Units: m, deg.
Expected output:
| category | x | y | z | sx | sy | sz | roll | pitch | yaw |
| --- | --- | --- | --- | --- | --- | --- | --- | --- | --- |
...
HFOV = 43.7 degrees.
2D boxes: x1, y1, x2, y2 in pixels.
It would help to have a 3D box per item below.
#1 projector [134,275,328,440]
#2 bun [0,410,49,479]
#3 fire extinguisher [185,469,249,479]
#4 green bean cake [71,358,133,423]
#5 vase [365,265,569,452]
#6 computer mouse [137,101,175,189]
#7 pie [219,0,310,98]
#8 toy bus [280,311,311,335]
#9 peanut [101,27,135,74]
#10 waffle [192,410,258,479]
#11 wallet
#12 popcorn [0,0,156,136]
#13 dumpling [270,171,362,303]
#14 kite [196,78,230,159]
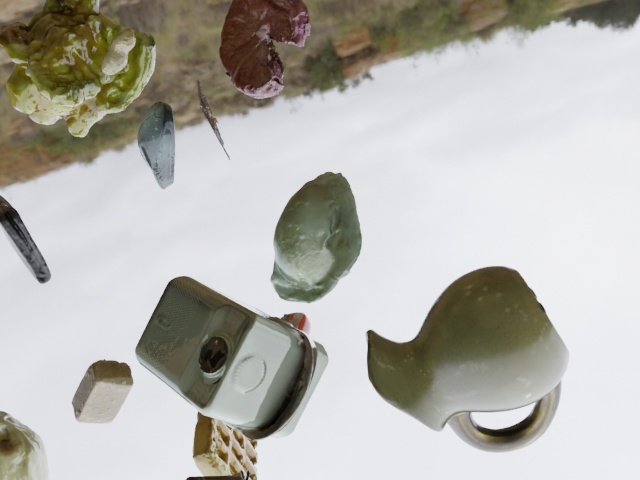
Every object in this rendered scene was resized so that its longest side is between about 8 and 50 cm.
| category | x | y | z | sx | sy | sz | roll | pitch | yaw |
| --- | --- | --- | --- | --- | --- | --- | --- | --- | --- |
| projector | -0.121 | 0.168 | 1.143 | 0.242 | 0.177 | 0.163 | 24 | -94 | 44 |
| bun | -0.798 | 0.531 | 1.889 | 0.202 | 0.364 | 0.364 | -54 | -169 | 17 |
| fire extinguisher | -0.198 | 0.487 | 1.573 | 0.043 | 0.064 | 0.158 | -17 | 157 | 38 |
| green bean cake | -0.575 | 0.400 | 2.101 | 0.109 | 0.179 | 0.085 | 9 | -144 | -34 |
| vase | 0.273 | 0.230 | 1.364 | 0.302 | 0.329 | 0.241 | -32 | -166 | 10 |
| computer mouse | -0.328 | -0.186 | 1.584 | 0.068 | 0.229 | 0.113 | -5 | -120 | -15 |
| pie | -0.113 | -0.382 | 1.520 | 0.204 | 0.219 | 0.054 | 32 | -156 | 34 |
| toy bus | -0.078 | 0.263 | 2.191 | 0.077 | 0.079 | 0.174 | -18 | -157 | 23 |
| peanut | -0.317 | -0.296 | 1.249 | 0.083 | 0.037 | 0.037 | -56 | -179 | 27 |
| waffle | -0.209 | 0.462 | 1.778 | 0.055 | 0.221 | 0.248 | -22 | -151 | 10 |
| wallet | -0.723 | -0.018 | 1.899 | 0.051 | 0.197 | 0.377 | -33 | -158 | -18 |
| popcorn | -0.494 | -0.362 | 1.659 | 0.325 | 0.321 | 0.290 | -10 | 158 | -3 |
| dumpling | -0.028 | -0.002 | 2.142 | 0.211 | 0.321 | 0.270 | -4 | -154 | -15 |
| kite | -0.226 | -0.253 | 1.623 | 0.010 | 0.190 | 0.159 | -22 | 173 | 6 |
